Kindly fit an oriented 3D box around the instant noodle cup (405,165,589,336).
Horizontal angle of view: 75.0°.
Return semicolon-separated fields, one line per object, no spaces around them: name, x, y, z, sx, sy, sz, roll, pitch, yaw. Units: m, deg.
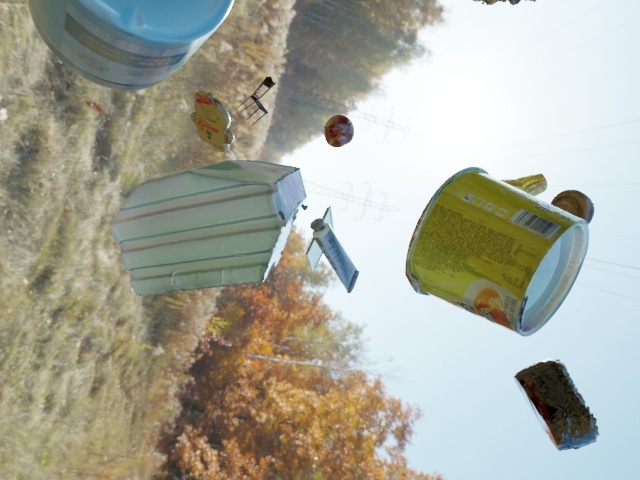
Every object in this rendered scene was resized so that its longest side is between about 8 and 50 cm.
instant noodle cup;0.308;0.024;0.716;0.200;0.264;0.264;31;-69;43

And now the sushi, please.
sushi;0.614;0.419;1.086;0.136;0.126;0.225;58;11;-39

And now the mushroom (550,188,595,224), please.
mushroom;0.671;-0.078;1.118;0.126;0.084;0.109;-156;-98;-72

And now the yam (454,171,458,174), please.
yam;0.705;-0.161;1.919;0.133;0.330;0.133;-32;-152;20

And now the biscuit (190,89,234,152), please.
biscuit;-0.352;-0.378;1.348;0.036;0.166;0.225;-55;178;-31

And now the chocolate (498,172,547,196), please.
chocolate;0.686;-0.167;1.689;0.162;0.445;0.162;-18;90;-81

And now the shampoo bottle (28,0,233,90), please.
shampoo bottle;-0.372;-0.500;0.809;0.342;0.331;0.331;5;-99;55

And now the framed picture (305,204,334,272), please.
framed picture;0.000;0.000;1.496;0.252;0.014;0.197;77;36;-72

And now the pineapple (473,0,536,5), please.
pineapple;0.530;-0.733;1.139;0.249;0.140;0.164;-13;-118;30

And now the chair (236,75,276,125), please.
chair;-0.108;-0.252;0.758;0.086;0.042;0.037;-44;-132;4

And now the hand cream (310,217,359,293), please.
hand cream;0.046;0.041;1.165;0.055;0.256;0.088;-5;-135;35

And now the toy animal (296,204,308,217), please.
toy animal;-0.133;-0.156;1.349;0.100;0.208;0.103;-51;-162;-15

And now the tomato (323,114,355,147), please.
tomato;0.047;-0.295;1.115;0.087;0.075;0.087;-19;-125;30

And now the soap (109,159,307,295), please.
soap;-0.247;-0.033;0.931;0.156;0.446;0.262;-39;118;-63
